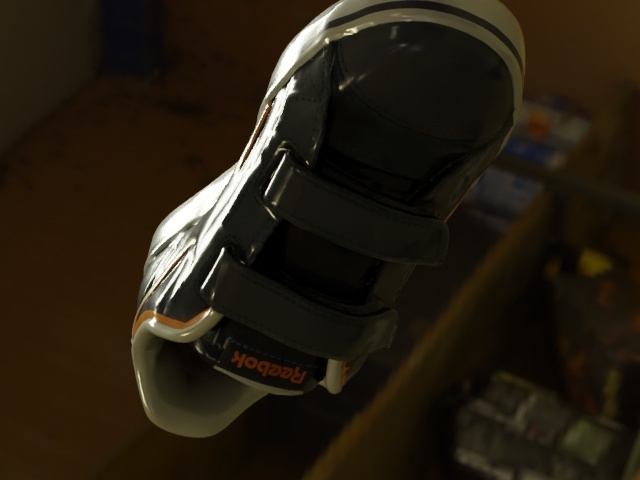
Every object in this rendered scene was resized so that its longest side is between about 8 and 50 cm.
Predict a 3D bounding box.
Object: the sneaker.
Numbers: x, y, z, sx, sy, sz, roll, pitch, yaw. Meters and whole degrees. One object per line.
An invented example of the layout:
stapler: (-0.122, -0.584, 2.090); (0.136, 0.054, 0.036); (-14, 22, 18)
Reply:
sneaker: (0.000, 0.000, 0.996); (0.321, 0.126, 0.127); (-48, 27, 49)
